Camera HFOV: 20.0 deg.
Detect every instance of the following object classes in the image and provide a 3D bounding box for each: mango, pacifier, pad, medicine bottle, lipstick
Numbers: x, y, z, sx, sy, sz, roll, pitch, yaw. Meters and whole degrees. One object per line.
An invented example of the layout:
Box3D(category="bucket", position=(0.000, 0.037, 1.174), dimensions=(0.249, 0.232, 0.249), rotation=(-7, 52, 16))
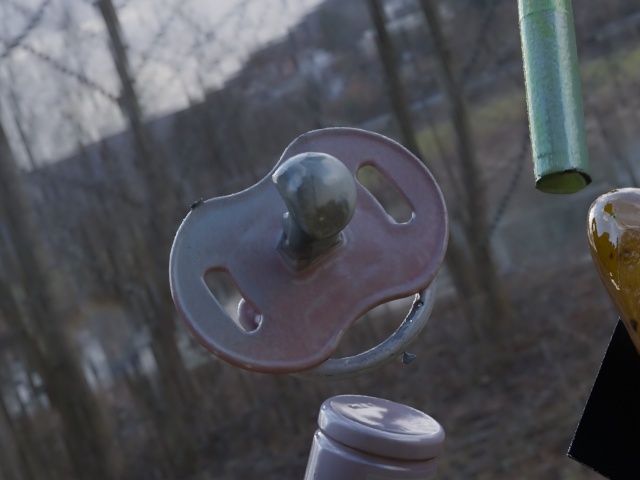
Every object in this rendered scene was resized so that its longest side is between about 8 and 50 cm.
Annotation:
Box3D(category="mango", position=(0.379, 0.062, 1.860), dimensions=(0.160, 0.290, 0.191), rotation=(-42, -28, 14))
Box3D(category="pacifier", position=(-0.011, -0.001, 2.013), dimensions=(0.332, 0.273, 0.220), rotation=(-34, 35, -15))
Box3D(category="pad", position=(0.366, 0.175, 1.927), dimensions=(0.245, 0.170, 0.006), rotation=(-62, 3, -38))
Box3D(category="medicine bottle", position=(0.037, 0.293, 1.843), dimensions=(0.133, 0.249, 0.133), rotation=(13, 10, -2))
Box3D(category="lipstick", position=(0.299, -0.208, 2.338), dimensions=(0.076, 0.304, 0.076), rotation=(-3, -19, -1))
